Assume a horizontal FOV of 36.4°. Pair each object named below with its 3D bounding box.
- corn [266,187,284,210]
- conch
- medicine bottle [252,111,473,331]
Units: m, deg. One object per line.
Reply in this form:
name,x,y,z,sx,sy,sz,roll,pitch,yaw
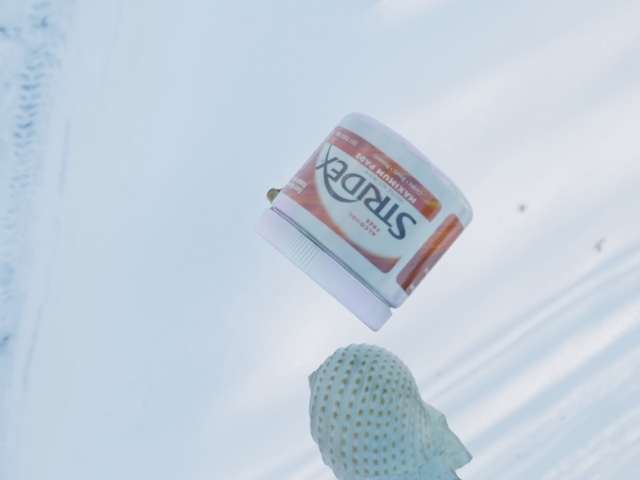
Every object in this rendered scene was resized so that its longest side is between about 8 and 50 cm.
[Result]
corn,0.000,0.000,1.747,0.097,0.261,0.097,-45,170,-10
conch,0.099,0.359,1.801,0.215,0.319,0.303,-27,143,-23
medicine bottle,0.066,-0.029,1.469,0.241,0.252,0.252,-51,154,-2
